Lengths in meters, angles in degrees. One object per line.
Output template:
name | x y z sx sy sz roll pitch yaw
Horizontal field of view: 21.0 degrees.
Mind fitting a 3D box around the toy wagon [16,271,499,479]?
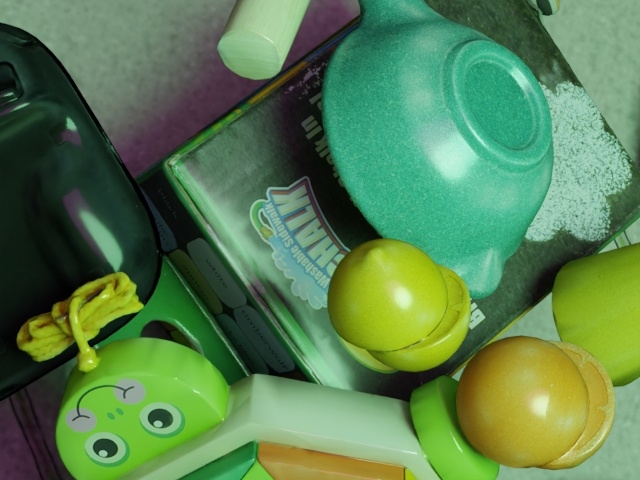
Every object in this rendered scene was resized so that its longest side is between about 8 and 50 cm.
toy wagon | -0.027 0.163 0.850 0.267 0.068 0.344 -29 118 19

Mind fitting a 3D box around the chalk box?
chalk box | 0.000 0.000 0.947 0.289 0.179 0.180 -37 96 -21

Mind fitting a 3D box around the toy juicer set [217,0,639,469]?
toy juicer set | 0.039 -0.032 0.805 0.329 0.089 0.209 53 45 -7

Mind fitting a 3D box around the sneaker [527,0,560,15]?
sneaker | 0.115 -0.169 1.099 0.083 0.032 0.037 45 83 -3

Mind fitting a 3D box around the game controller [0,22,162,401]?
game controller | -0.239 0.031 0.848 0.319 0.067 0.166 -30 104 9
